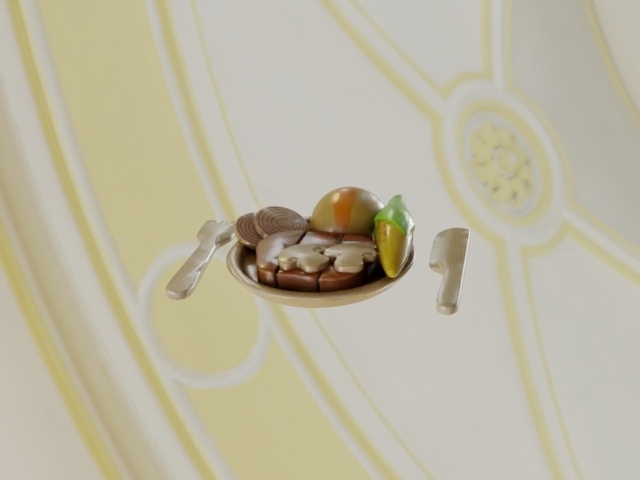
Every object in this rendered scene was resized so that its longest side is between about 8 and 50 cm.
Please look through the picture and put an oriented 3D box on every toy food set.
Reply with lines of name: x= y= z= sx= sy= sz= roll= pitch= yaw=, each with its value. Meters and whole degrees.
toy food set: x=0.000 y=0.000 z=0.597 sx=0.132 sy=0.192 sz=0.039 roll=-68 pitch=-22 yaw=-63
